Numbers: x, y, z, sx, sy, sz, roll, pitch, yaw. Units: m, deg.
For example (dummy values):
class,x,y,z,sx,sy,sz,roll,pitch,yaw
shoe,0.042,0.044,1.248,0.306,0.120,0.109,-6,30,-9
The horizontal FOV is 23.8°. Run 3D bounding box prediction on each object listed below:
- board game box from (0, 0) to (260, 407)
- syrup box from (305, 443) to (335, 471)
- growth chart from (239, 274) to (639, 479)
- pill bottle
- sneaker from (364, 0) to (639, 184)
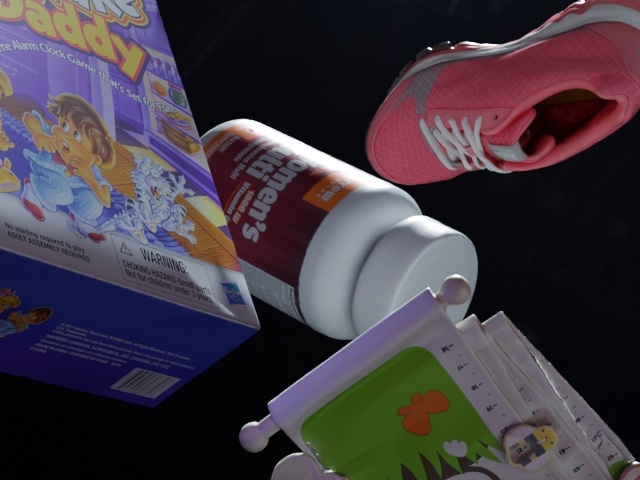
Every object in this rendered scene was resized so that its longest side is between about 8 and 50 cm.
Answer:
class,x,y,z,sx,sy,sz,roll,pitch,yaw
board game box,-0.195,-0.074,0.653,0.078,0.233,0.347,-37,-34,26
syrup box,0.072,0.194,1.311,0.093,0.096,0.237,-31,3,-15
growth chart,0.086,0.131,0.843,0.237,0.021,0.172,42,-80,-20
pill bottle,0.000,0.000,1.124,0.121,0.221,0.121,-30,-47,-38
sneaker,0.154,-0.112,1.333,0.116,0.314,0.136,50,-141,-23
